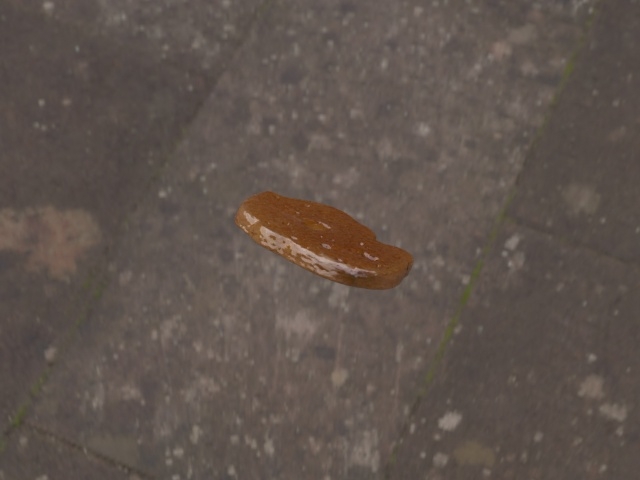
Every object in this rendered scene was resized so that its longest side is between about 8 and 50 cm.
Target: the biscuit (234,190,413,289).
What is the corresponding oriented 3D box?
[{"bbox_3d":[0.000,0.000,0.920,0.130,0.019,0.102,31,22,31],"label":"biscuit"}]
